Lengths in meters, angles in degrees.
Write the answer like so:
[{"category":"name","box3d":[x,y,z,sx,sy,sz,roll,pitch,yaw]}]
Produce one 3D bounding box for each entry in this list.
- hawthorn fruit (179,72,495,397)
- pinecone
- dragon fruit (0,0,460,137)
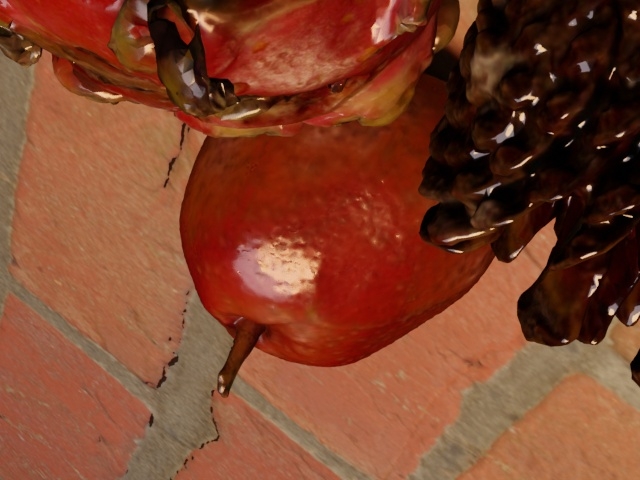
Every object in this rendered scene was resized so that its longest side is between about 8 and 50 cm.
[{"category":"hawthorn fruit","box3d":[0.000,0.000,1.002,0.196,0.225,0.196,33,163,12]},{"category":"pinecone","box3d":[0.188,-0.039,0.747,0.292,0.246,0.246,37,155,-27]},{"category":"dragon fruit","box3d":[-0.033,-0.163,0.797,0.269,0.250,0.291,23,170,41]}]
